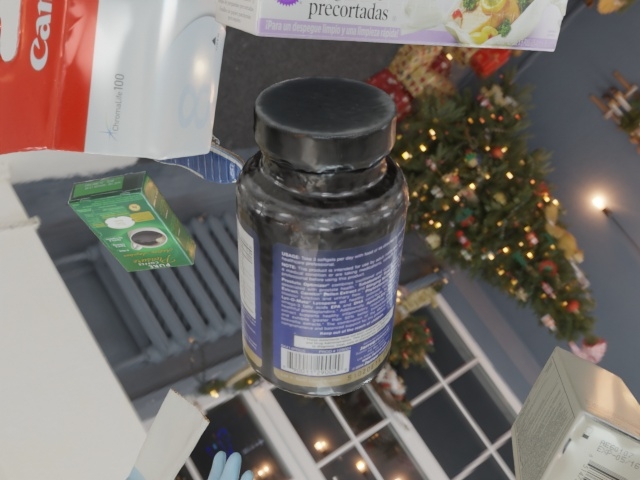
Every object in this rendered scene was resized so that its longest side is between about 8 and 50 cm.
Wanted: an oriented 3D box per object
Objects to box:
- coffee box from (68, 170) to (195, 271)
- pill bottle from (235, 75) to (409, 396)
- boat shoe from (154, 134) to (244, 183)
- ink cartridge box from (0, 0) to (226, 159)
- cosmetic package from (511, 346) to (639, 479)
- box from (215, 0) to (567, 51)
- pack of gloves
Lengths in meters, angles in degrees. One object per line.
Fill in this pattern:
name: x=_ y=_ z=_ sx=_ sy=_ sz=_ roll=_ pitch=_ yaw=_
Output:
coffee box: x=-0.265 y=-0.022 z=1.007 sx=0.113 sy=0.040 sz=0.184 roll=-8 pitch=144 yaw=12
pill bottle: x=0.000 y=0.000 z=0.515 sx=0.123 sy=0.123 sz=0.219 roll=-25 pitch=134 yaw=-33
boat shoe: x=-0.203 y=-0.154 z=1.184 sx=0.066 sy=0.183 sz=0.066 roll=-55 pitch=161 yaw=-48
ink cartridge box: x=-0.215 y=-0.245 z=0.786 sx=0.385 sy=0.091 sz=0.308 roll=-38 pitch=140 yaw=-73
cosmetic package: x=0.336 y=0.263 z=0.915 sx=0.160 sy=0.113 sz=0.309 roll=-66 pitch=169 yaw=11
box: x=0.074 y=-0.194 z=0.566 sx=0.324 sy=0.067 sz=0.063 roll=-8 pitch=116 yaw=-34
pack of gloves: x=-0.170 y=0.284 z=0.689 sx=0.046 sy=0.195 sz=0.232 roll=34 pitch=83 yaw=-44
